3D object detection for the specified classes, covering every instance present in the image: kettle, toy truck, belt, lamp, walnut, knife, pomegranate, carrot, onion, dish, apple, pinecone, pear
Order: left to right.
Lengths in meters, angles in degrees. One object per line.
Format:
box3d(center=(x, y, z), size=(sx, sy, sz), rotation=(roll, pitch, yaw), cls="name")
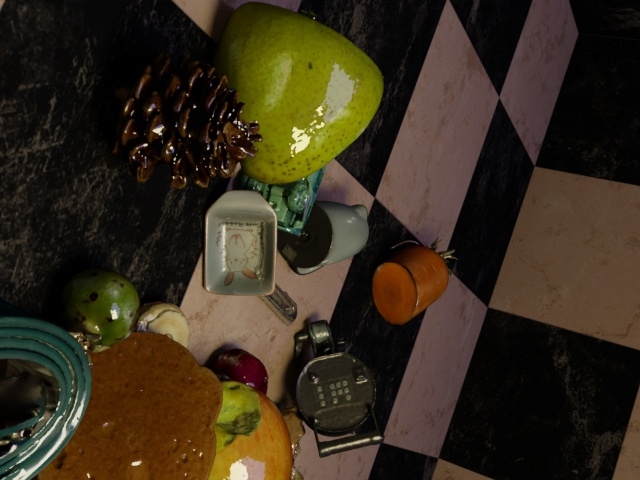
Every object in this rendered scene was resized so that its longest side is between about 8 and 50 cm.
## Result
box3d(center=(-0.547, 0.234, 1.181), size=(0.437, 0.173, 0.300), rotation=(-13, 112, -57), cls="belt")
box3d(center=(-0.382, 0.132, 1.423), size=(0.148, 0.149, 0.169), rotation=(66, 15, -48), cls="pomegranate")
box3d(center=(-0.241, -0.199, 1.432), size=(0.243, 0.257, 0.243), rotation=(-39, 148, -31), cls="pinecone")
box3d(center=(-0.215, 0.455, 1.665), size=(0.340, 0.340, 0.339), rotation=(-33, 130, -50), cls="apple")
box3d(center=(-0.171, 0.001, 1.774), size=(0.064, 0.154, 0.234), rotation=(-97, -170, -69), cls="dish")
box3d(center=(-0.173, 0.329, 1.897), size=(0.198, 0.135, 0.173), rotation=(-26, 128, -55), cls="onion")
box3d(center=(-0.121, 0.111, 1.979), size=(0.089, 0.043, 0.365), rotation=(-62, 149, -19), cls="knife")
box3d(center=(-0.109, 0.534, 2.078), size=(0.238, 0.141, 0.204), rotation=(-105, -160, -44), cls="walnut")
box3d(center=(-0.065, -0.263, 1.618), size=(0.343, 0.238, 0.318), rotation=(28, 86, -21), cls="pear")
box3d(center=(-0.071, -0.159, 1.839), size=(0.156, 0.155, 0.278), rotation=(43, 65, -67), cls="toy truck")
box3d(center=(0.000, 0.000, 2.046), size=(0.221, 0.161, 0.236), rotation=(-55, 159, 21), cls="kettle")
box3d(center=(0.041, 0.419, 2.160), size=(0.272, 0.205, 0.374), rotation=(82, -7, -54), cls="lamp")
box3d(center=(0.282, 0.112, 2.519), size=(0.331, 0.214, 0.193), rotation=(-24, 152, -49), cls="carrot")

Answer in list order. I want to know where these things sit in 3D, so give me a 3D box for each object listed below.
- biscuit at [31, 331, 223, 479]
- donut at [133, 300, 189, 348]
box3d(center=(-0.333, 0.341, 1.445), size=(0.359, 0.074, 0.381), rotation=(0, 64, -27), cls="biscuit")
box3d(center=(-0.335, 0.201, 1.633), size=(0.175, 0.068, 0.174), rotation=(-31, 129, -48), cls="donut")
